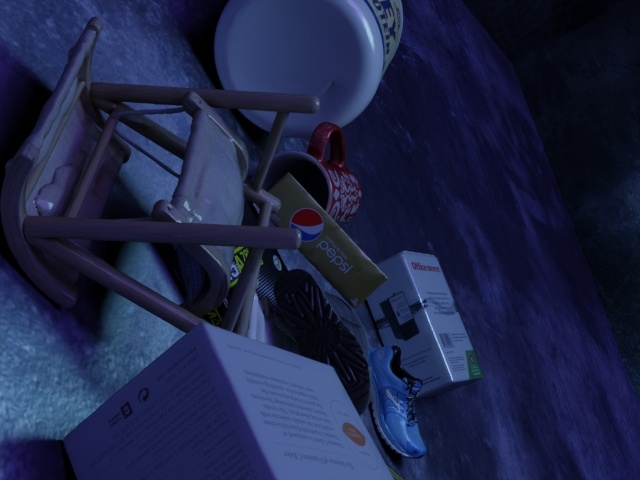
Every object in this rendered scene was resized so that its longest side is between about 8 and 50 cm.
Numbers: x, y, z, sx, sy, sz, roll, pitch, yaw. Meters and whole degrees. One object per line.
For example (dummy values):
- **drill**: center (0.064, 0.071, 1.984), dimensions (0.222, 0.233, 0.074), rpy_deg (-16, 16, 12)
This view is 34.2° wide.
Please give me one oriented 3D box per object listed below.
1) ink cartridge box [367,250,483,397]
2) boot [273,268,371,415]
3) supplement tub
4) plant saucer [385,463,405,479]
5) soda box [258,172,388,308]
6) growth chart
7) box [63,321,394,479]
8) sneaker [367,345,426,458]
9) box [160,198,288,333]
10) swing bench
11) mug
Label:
- **ink cartridge box**: center (0.154, 0.129, 1.586), dimensions (0.153, 0.087, 0.208), rpy_deg (10, 57, -63)
- **boot**: center (0.018, 0.127, 1.193), dimensions (0.208, 0.076, 0.189), rpy_deg (64, 5, -70)
- **supplement tub**: center (-0.005, -0.306, 1.524), dimensions (0.235, 0.235, 0.325), rpy_deg (57, 23, -16)
- **plant saucer**: center (0.117, 0.341, 1.228), dimensions (0.188, 0.045, 0.188), rpy_deg (45, 2, -37)
- **soda box**: center (0.000, 0.000, 1.290), dimensions (0.181, 0.058, 0.061), rpy_deg (46, -2, -5)
- **growth chart**: center (-0.032, 0.171, 1.148), dimensions (0.237, 0.021, 0.172), rpy_deg (56, 29, -44)
- **box**: center (-0.027, 0.267, 0.838), dimensions (0.215, 0.168, 0.345), rpy_deg (28, 26, -55)
- **sneaker**: center (0.108, 0.217, 1.408), dimensions (0.063, 0.073, 0.162), rpy_deg (1, 65, -66)
- **box**: center (-0.099, 0.033, 1.197), dimensions (0.184, 0.045, 0.191), rpy_deg (65, 21, -5)
- **swing bench**: center (-0.150, -0.053, 0.988), dimensions (0.255, 0.165, 0.253), rpy_deg (18, 37, -8)
- **mug**: center (0.002, -0.073, 1.410), dimensions (0.113, 0.150, 0.169), rpy_deg (53, 16, 11)
